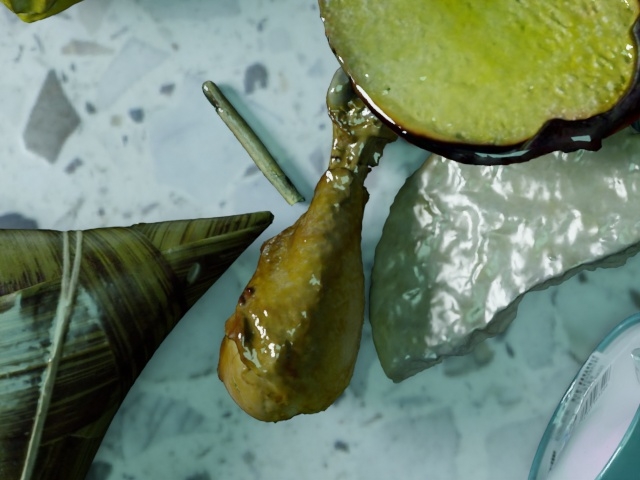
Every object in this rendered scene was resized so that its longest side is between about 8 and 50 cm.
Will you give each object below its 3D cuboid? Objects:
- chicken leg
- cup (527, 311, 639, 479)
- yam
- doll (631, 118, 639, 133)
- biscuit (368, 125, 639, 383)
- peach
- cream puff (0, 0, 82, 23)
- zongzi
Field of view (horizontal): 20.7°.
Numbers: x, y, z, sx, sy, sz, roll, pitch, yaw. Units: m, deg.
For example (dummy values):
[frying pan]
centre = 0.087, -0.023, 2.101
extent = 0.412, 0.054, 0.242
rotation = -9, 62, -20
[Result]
[chicken leg]
centre = 0.003, 0.001, 1.165
extent = 0.087, 0.107, 0.251
rotation = 17, 84, 9
[cup]
centre = 0.244, 0.153, 1.118
extent = 0.173, 0.167, 0.299
rotation = 29, 69, -5
[yam]
centre = -0.048, -0.066, 1.207
extent = 0.014, 0.014, 0.107
rotation = -38, 89, 6
[doll]
centre = 0.242, -0.112, 1.146
extent = 0.114, 0.085, 0.152
rotation = 21, 105, 23
[biscuit]
centre = 0.125, -0.015, 1.162
extent = 0.250, 0.032, 0.133
rotation = -31, 72, 20
[peach]
centre = 0.098, -0.146, 1.152
extent = 0.189, 0.068, 0.279
rotation = -38, 64, -7
[cream puff]
centre = -0.201, -0.234, 1.140
extent = 0.221, 0.195, 0.194
rotation = 2, 92, 10
[zongzi]
centre = -0.142, 0.107, 1.181
extent = 0.241, 0.111, 0.247
rotation = -4, 97, 0
